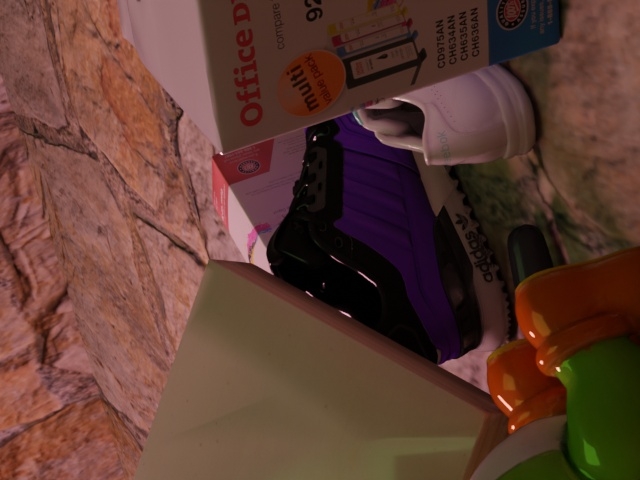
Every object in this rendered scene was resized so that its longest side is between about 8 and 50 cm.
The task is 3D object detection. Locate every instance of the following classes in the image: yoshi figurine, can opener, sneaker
[{"bbox_3d":[0.221,0.191,1.030,0.203,0.203,0.362,-32,57,32],"label":"yoshi figurine"},{"bbox_3d":[0.154,0.080,1.222,0.059,0.073,0.186,-168,69,-80],"label":"can opener"},{"bbox_3d":[0.058,-0.104,1.250,0.212,0.094,0.080,41,147,59],"label":"sneaker"},{"bbox_3d":[0.019,-0.031,1.361,0.293,0.146,0.102,64,162,20],"label":"sneaker"}]

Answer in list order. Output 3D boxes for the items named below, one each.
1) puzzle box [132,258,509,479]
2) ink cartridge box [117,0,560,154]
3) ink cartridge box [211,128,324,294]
[{"bbox_3d":[-0.039,0.249,1.290,0.272,0.052,0.409,28,104,37],"label":"puzzle box"},{"bbox_3d":[0.001,-0.189,1.095,0.168,0.232,0.171,-130,26,-49],"label":"ink cartridge box"},{"bbox_3d":[0.000,0.000,1.505,0.067,0.115,0.198,93,153,-49],"label":"ink cartridge box"}]
